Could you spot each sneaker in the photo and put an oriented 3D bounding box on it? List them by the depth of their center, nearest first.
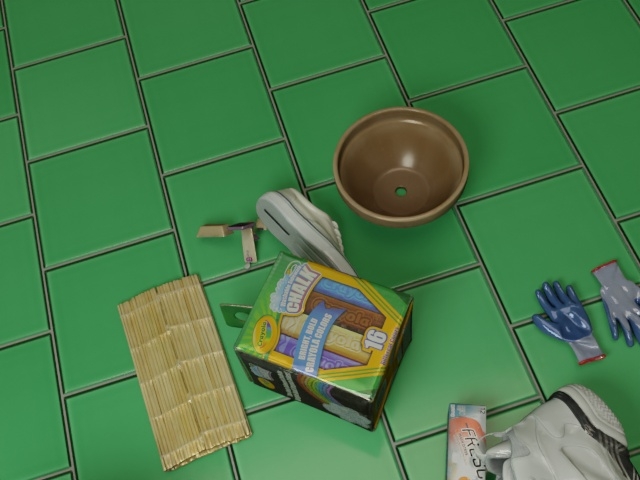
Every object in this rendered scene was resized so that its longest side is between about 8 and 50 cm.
[{"bbox_3d":[0.374,0.387,1.130,0.210,0.137,0.366,-18,56,-19],"label":"sneaker"},{"bbox_3d":[0.000,0.000,1.418,0.091,0.094,0.258,-29,71,-36],"label":"sneaker"}]

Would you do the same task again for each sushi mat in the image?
[{"bbox_3d":[-0.232,0.212,1.367,0.151,0.019,0.316,-21,62,-4],"label":"sushi mat"}]

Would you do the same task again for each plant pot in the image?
[{"bbox_3d":[0.142,-0.112,1.452,0.237,0.110,0.237,-2,61,4],"label":"plant pot"}]

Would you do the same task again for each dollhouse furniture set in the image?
[{"bbox_3d":[-0.156,0.007,1.475,0.114,0.091,0.081,0,102,30],"label":"dollhouse furniture set"}]

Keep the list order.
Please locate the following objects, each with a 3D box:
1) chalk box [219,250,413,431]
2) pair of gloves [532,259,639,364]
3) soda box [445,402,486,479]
[{"bbox_3d":[-0.017,0.149,1.289,0.289,0.180,0.179,20,66,14],"label":"chalk box"},{"bbox_3d":[0.453,0.120,1.348,0.198,0.023,0.159,-20,60,-6],"label":"pair of gloves"},{"bbox_3d":[0.218,0.342,1.228,0.058,0.063,0.183,3,62,7],"label":"soda box"}]
